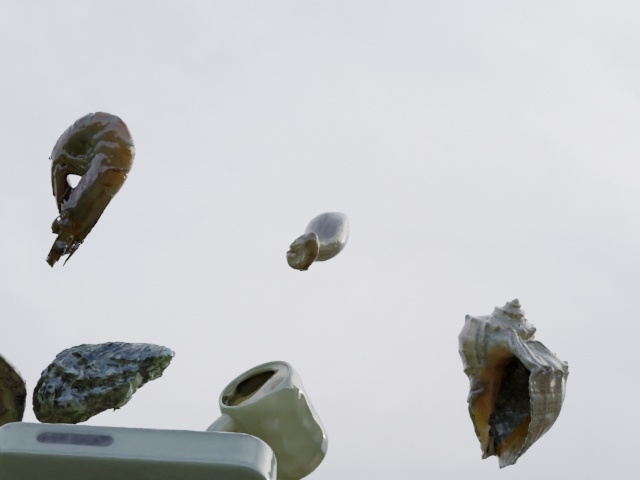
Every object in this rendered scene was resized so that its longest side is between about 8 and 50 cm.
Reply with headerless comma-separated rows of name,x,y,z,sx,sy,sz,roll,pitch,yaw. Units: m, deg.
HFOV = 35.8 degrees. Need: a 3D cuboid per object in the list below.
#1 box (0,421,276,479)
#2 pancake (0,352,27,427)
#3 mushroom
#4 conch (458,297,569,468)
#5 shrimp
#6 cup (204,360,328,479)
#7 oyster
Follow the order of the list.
box,-0.245,0.408,1.292,0.367,0.090,0.373,4,-63,0
pancake,-0.726,0.312,1.949,0.294,0.294,0.049,15,9,-22
mushroom,-0.001,-0.001,2.044,0.097,0.212,0.088,-6,-71,29
conch,0.429,0.304,2.112,0.210,0.352,0.297,-11,9,-13
shrimp,-0.427,-0.094,1.720,0.152,0.287,0.063,32,4,13
cup,-0.106,0.385,1.936,0.173,0.255,0.202,-13,-69,32
oyster,-0.501,0.316,2.302,0.351,0.158,0.162,-20,-54,-1
